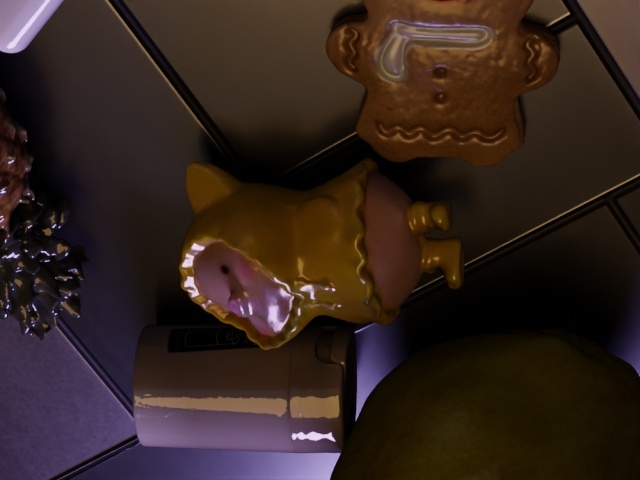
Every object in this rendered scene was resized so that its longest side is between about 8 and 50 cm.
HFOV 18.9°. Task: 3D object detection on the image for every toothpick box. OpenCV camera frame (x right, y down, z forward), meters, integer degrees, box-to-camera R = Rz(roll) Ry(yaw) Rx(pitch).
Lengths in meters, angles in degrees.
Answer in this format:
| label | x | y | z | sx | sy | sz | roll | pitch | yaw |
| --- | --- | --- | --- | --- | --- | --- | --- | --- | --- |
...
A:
| label | x | y | z | sx | sy | sz | roll | pitch | yaw |
| --- | --- | --- | --- | --- | --- | --- | --- | --- | --- |
| toothpick box | -0.061 | 0.126 | 1.643 | 0.181 | 0.111 | 0.111 | 1 | 120 | 8 |

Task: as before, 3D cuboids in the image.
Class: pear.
| label | x | y | z | sx | sy | sz | roll | pitch | yaw |
| --- | --- | --- | --- | --- | --- | --- | --- | --- | --- |
| pear | 0.139 | 0.215 | 1.586 | 0.269 | 0.269 | 0.321 | 36 | 91 | -13 |

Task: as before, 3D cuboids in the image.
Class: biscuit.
| label | x | y | z | sx | sy | sz | roll | pitch | yaw |
| --- | --- | --- | --- | --- | --- | --- | --- | --- | --- |
| biscuit | 0.097 | -0.170 | 1.497 | 0.184 | 0.035 | 0.248 | 5 | 120 | 4 |

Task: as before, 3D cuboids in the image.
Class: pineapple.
| label | x | y | z | sx | sy | sz | roll | pitch | yaw |
| --- | --- | --- | --- | --- | --- | --- | --- | --- | --- |
| pineapple | -0.279 | -0.026 | 1.569 | 0.158 | 0.157 | 0.278 | -23 | 127 | 18 |

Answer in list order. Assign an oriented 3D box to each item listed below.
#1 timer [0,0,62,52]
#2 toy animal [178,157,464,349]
| label | x | y | z | sx | sy | sz | roll | pitch | yaw |
| --- | --- | --- | --- | --- | --- | --- | --- | --- | --- |
| timer | -0.224 | -0.286 | 1.377 | 0.194 | 0.192 | 0.195 | 37 | 117 | -14 |
| toy animal | 0.001 | 0.004 | 1.557 | 0.230 | 0.156 | 0.156 | 0 | 120 | 18 |
